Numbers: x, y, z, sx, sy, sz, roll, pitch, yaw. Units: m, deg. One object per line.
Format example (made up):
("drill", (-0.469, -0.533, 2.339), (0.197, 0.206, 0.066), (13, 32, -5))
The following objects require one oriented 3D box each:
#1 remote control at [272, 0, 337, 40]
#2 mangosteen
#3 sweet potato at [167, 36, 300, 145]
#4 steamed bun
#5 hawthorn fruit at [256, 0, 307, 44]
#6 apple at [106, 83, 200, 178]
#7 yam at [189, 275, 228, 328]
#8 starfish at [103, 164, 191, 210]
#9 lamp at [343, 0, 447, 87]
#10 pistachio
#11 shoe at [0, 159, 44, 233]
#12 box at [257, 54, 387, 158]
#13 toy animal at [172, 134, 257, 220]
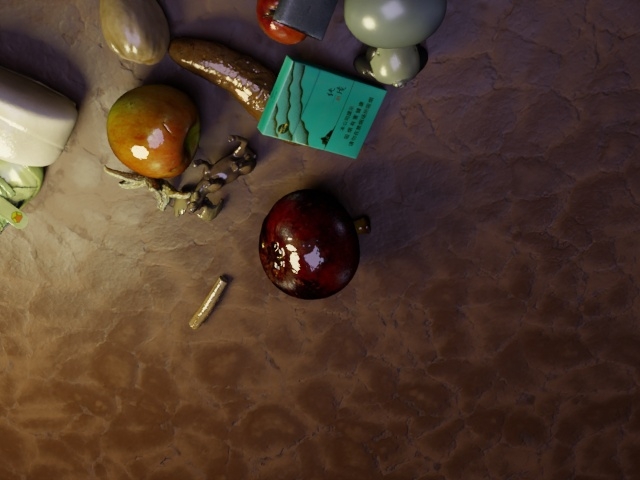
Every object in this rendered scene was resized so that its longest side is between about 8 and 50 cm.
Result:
("remote control", (0.025, -0.562, 1.724), (0.107, 0.044, 0.378), (19, 98, -21))
("mangosteen", (0.000, 0.000, 1.998), (0.261, 0.235, 0.236), (-20, 123, -37))
("sweet potato", (-0.148, -0.315, 1.895), (0.341, 0.092, 0.114), (35, 137, -14))
("steamed bun", (-0.626, -0.250, 1.899), (0.241, 0.164, 0.146), (25, 113, -9))
("hawthorn fruit", (-0.063, -0.441, 1.807), (0.125, 0.140, 0.125), (0, 92, -6))
("apple", (-0.335, -0.221, 1.891), (0.196, 0.196, 0.196), (1, 116, 2))
("yam", (-0.255, 0.143, 2.153), (0.032, 0.032, 0.145), (29, 113, -12))
("starfish", (-0.368, -0.116, 1.955), (0.176, 0.208, 0.053), (22, 77, -29))
("lamp", (0.141, -0.421, 1.791), (0.197, 0.198, 0.244), (-1, 133, 2))
("pistachio", (-0.368, -0.428, 1.837), (0.126, 0.108, 0.185), (-28, 104, -5))
("shoe", (-0.691, -0.087, 2.016), (0.140, 0.128, 0.262), (35, 116, -29))
("box", (0.004, -0.264, 1.890), (0.226, 0.042, 0.161), (12, 113, -31))
("toy animal", (-0.222, -0.118, 1.982), (0.214, 0.186, 0.094), (-33, 81, -6))
